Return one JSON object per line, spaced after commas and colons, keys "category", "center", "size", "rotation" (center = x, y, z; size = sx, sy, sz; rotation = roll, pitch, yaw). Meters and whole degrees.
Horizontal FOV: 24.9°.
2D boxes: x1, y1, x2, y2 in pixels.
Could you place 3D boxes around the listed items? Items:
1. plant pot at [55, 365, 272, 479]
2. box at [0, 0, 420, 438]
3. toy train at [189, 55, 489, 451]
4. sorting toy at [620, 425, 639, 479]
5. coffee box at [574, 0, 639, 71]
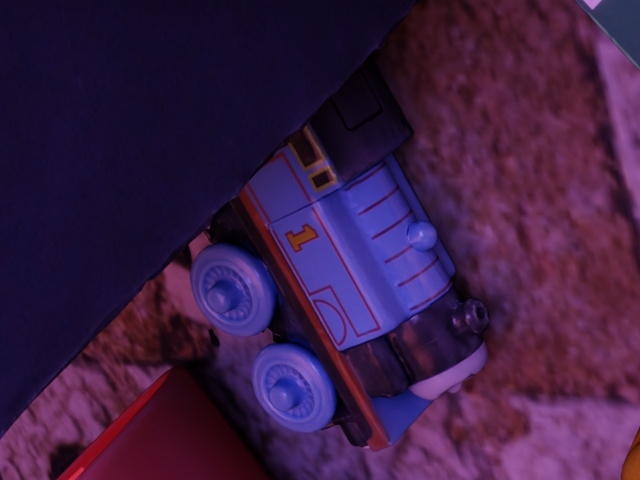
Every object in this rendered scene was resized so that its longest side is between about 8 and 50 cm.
{"category": "plant pot", "center": [-0.077, 0.238, 0.696], "size": [0.243, 0.275, 0.275], "rotation": [45, 137, -1]}
{"category": "box", "center": [-0.274, -0.223, 0.481], "size": [0.480, 0.297, 0.472], "rotation": [3, 130, 39]}
{"category": "toy train", "center": [0.000, 0.000, 0.598], "size": [0.105, 0.080, 0.184], "rotation": [-24, 98, 41]}
{"category": "sorting toy", "center": [0.223, 0.049, 0.374], "size": [0.365, 0.126, 0.127], "rotation": [-11, 87, 45]}
{"category": "coffee box", "center": [0.133, -0.066, 0.412], "size": [0.184, 0.113, 0.040], "rotation": [48, 135, 6]}
